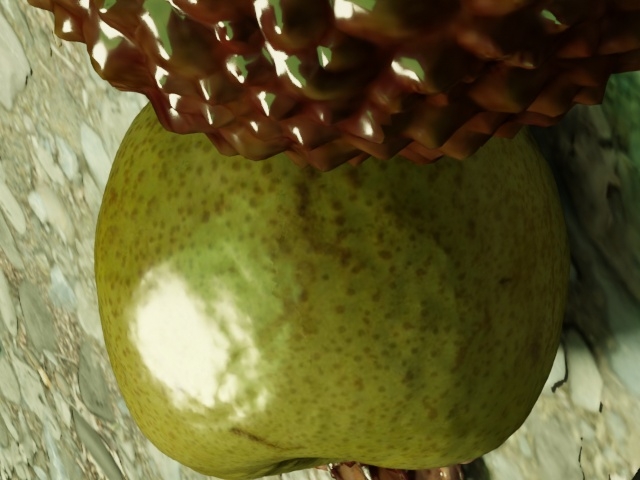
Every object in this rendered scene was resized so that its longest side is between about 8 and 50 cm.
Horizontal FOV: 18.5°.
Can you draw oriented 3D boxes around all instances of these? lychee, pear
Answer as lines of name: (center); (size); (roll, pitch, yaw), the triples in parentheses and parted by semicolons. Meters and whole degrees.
lychee: (0.025, -0.168, 0.645); (0.275, 0.304, 0.276); (29, 171, 5)
pear: (0.000, 0.000, 0.889); (0.228, 0.188, 0.211); (-9, 86, 30)

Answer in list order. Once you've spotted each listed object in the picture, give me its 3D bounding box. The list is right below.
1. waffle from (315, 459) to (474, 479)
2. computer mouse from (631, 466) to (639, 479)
waffle: (0.008, 0.044, 1.084); (0.234, 0.055, 0.221); (37, 140, 37)
computer mouse: (0.186, 0.208, 0.802); (0.170, 0.100, 0.269); (-31, 77, 60)
